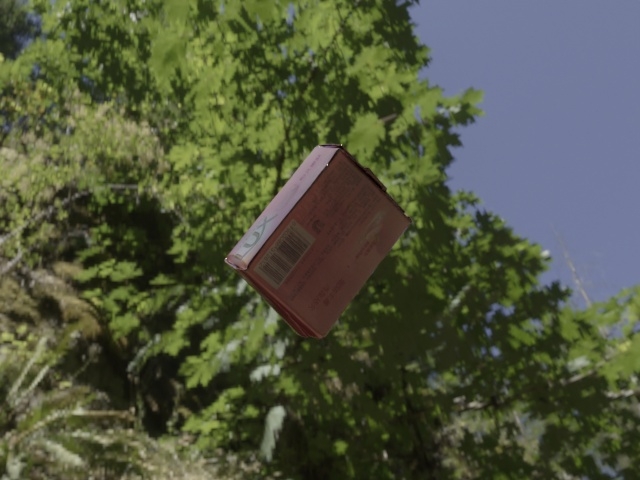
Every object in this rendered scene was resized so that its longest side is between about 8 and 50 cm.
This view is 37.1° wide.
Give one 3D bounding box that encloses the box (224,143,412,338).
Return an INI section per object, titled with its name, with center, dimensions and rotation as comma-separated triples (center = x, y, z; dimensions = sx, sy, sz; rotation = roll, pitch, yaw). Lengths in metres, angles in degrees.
[box]
center = 0.000, 0.000, 0.886
dimensions = 0.111, 0.060, 0.156
rotation = 44, -100, -23
